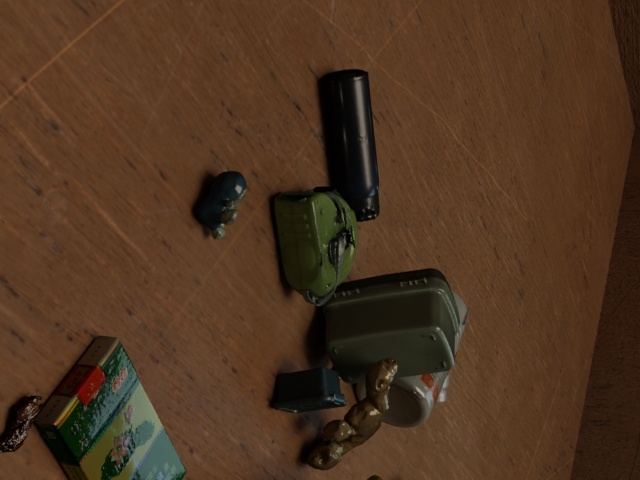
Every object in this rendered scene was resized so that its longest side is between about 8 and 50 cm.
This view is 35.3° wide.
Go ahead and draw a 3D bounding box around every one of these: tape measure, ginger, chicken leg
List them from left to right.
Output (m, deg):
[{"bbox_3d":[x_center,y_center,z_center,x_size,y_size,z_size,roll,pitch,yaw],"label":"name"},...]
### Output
[{"bbox_3d":[-0.306,0.192,1.016,0.083,0.021,0.036,-57,151,-37],"label":"chicken leg"},{"bbox_3d":[0.000,0.000,1.507,0.154,0.088,0.177,-38,128,-56],"label":"tape measure"},{"bbox_3d":[0.054,0.279,1.561,0.149,0.065,0.258,-36,161,-38],"label":"ginger"}]

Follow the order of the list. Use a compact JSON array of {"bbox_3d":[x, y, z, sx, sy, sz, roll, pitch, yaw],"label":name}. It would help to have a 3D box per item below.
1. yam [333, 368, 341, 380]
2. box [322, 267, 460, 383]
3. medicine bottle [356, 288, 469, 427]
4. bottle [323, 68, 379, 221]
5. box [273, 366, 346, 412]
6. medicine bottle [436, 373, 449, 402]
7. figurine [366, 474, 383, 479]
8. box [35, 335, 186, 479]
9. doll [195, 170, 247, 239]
[{"bbox_3d":[0.047,0.195,1.692,0.116,0.021,0.021,-54,139,-46],"label":"yam"},{"bbox_3d":[0.111,0.136,1.593,0.129,0.210,0.148,-84,157,-43],"label":"box"},{"bbox_3d":[0.169,0.199,1.799,0.252,0.145,0.144,-61,143,-41],"label":"medicine bottle"},{"bbox_3d":[0.052,-0.148,1.607,0.072,0.082,0.244,-13,109,-15],"label":"bottle"},{"bbox_3d":[-0.016,0.223,1.499,0.074,0.099,0.054,33,50,-59],"label":"box"},{"bbox_3d":[0.233,0.277,2.024,0.052,0.052,0.089,-5,98,-62],"label":"medicine bottle"},{"bbox_3d":[-0.055,0.525,1.401,0.378,0.266,0.361,6,110,-39],"label":"figurine"},{"bbox_3d":[-0.232,0.237,1.147,0.132,0.034,0.235,-57,141,-43],"label":"box"},{"bbox_3d":[-0.123,-0.052,1.293,0.050,0.076,0.083,31,62,-12],"label":"doll"}]
